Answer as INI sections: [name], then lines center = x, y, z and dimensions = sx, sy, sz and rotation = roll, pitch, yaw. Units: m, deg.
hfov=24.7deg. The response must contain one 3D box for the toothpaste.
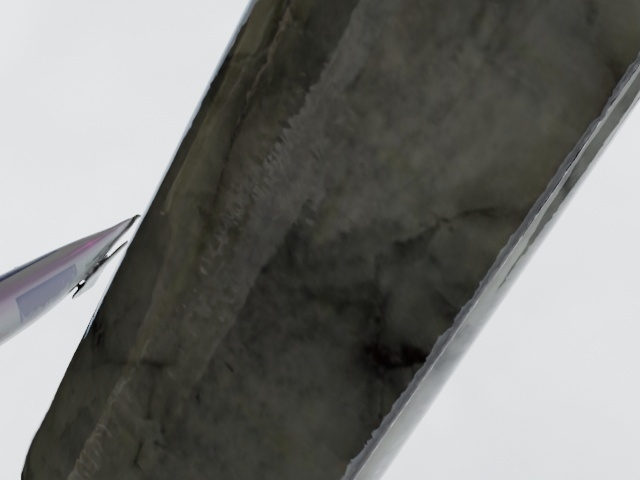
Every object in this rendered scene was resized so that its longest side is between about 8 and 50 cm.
[toothpaste]
center = -0.137, 0.029, 0.628
dimensions = 0.045, 0.028, 0.170
rotation = -51, 171, 34

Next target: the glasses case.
[glasses case]
center = 0.000, 0.000, 0.439
dimensions = 0.060, 0.114, 0.299
rotation = -22, 147, -53
